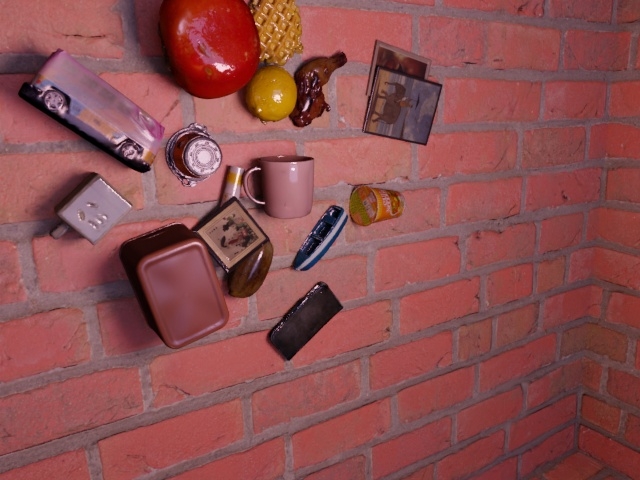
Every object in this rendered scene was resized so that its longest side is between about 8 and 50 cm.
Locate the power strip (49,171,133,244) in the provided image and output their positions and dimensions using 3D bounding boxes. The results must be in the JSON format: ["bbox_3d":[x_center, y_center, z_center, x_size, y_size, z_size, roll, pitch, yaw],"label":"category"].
[{"bbox_3d":[-0.688,-0.076,1.494,0.224,0.139,0.140,-49,121,-13],"label":"power strip"}]

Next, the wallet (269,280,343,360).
[{"bbox_3d":[-0.059,0.317,2.021,0.318,0.045,0.172,-44,122,-16],"label":"wallet"}]

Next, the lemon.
[{"bbox_3d":[-0.163,-0.495,1.701,0.173,0.173,0.206,23,73,-33],"label":"lemon"}]

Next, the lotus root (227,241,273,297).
[{"bbox_3d":[-0.249,0.094,1.811,0.124,0.123,0.241,26,84,-23],"label":"lotus root"}]

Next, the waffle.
[{"bbox_3d":[-0.175,-0.728,1.710,0.291,0.051,0.291,-8,105,-32],"label":"waffle"}]

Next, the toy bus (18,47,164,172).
[{"bbox_3d":[-0.627,-0.361,1.451,0.386,0.171,0.162,36,78,-32],"label":"toy bus"}]

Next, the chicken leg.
[{"bbox_3d":[-0.010,-0.557,1.840,0.177,0.083,0.322,15,94,-42],"label":"chicken leg"}]

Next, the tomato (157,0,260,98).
[{"bbox_3d":[-0.330,-0.591,1.517,0.289,0.293,0.325,-17,101,-15],"label":"tomato"}]

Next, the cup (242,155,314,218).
[{"bbox_3d":[-0.146,-0.185,1.775,0.253,0.191,0.200,-6,107,-22],"label":"cup"}]

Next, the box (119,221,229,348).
[{"bbox_3d":[-0.463,0.144,1.628,0.239,0.229,0.339,-24,112,-24],"label":"box"}]

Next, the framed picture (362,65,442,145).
[{"bbox_3d":[0.338,-0.540,2.066,0.347,0.016,0.265,5,105,-32],"label":"framed picture"}]

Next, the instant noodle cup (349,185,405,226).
[{"bbox_3d":[0.237,-0.141,2.042,0.185,0.168,0.168,-6,104,-38],"label":"instant noodle cup"}]

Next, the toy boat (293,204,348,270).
[{"bbox_3d":[0.000,0.000,1.959,0.299,0.096,0.062,-54,130,-7],"label":"toy boat"}]

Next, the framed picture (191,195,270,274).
[{"bbox_3d":[-0.306,-0.018,1.734,0.195,0.010,0.199,-39,98,-1],"label":"framed picture"}]

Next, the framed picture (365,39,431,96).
[{"bbox_3d":[0.318,-0.657,2.045,0.289,0.020,0.211,6,99,-32],"label":"framed picture"}]

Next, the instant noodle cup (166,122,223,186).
[{"bbox_3d":[-0.394,-0.272,1.636,0.177,0.125,0.208,-8,105,-29],"label":"instant noodle cup"}]

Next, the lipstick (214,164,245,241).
[{"bbox_3d":[-0.316,-0.125,1.757,0.059,0.059,0.264,11,95,-33],"label":"lipstick"}]
